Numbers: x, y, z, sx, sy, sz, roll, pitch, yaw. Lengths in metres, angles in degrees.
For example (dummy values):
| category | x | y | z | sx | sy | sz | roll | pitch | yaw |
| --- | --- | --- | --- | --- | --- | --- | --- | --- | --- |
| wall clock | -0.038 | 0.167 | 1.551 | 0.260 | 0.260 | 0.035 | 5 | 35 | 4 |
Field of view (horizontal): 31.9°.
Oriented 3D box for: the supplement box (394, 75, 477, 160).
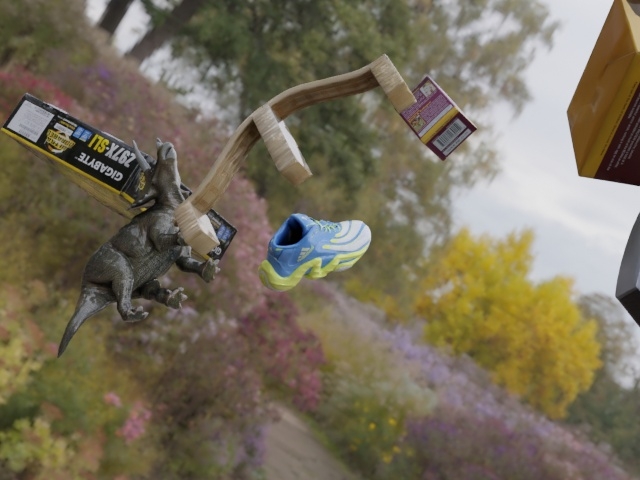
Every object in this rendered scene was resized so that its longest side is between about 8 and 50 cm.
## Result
| category | x | y | z | sx | sy | sz | roll | pitch | yaw |
| --- | --- | --- | --- | --- | --- | --- | --- | --- | --- |
| supplement box | 0.128 | -0.137 | 1.252 | 0.043 | 0.055 | 0.083 | 36 | 16 | -39 |

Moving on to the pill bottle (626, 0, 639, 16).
| category | x | y | z | sx | sy | sz | roll | pitch | yaw |
| --- | --- | --- | --- | --- | --- | --- | --- | --- | --- |
| pill bottle | 0.332 | -0.278 | 1.043 | 0.229 | 0.131 | 0.131 | 52 | -9 | -20 |

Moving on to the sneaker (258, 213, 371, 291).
| category | x | y | z | sx | sy | sz | roll | pitch | yaw |
| --- | --- | --- | --- | --- | --- | --- | --- | --- | --- |
| sneaker | 0.000 | 0.000 | 1.963 | 0.091 | 0.240 | 0.126 | 41 | -37 | 29 |

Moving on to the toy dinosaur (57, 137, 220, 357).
| category | x | y | z | sx | sy | sz | roll | pitch | yaw |
| --- | --- | --- | --- | --- | --- | --- | --- | --- | --- |
| toy dinosaur | -0.241 | 0.029 | 1.482 | 0.160 | 0.314 | 0.121 | 26 | -10 | 43 |

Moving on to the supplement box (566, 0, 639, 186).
| category | x | y | z | sx | sy | sz | roll | pitch | yaw |
| --- | --- | --- | --- | --- | --- | --- | --- | --- | --- |
| supplement box | 0.426 | -0.171 | 1.349 | 0.194 | 0.191 | 0.129 | 9 | 45 | -6 |

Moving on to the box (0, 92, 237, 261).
| category | x | y | z | sx | sy | sz | roll | pitch | yaw |
| --- | --- | --- | --- | --- | --- | --- | --- | --- | --- |
| box | -0.303 | -0.088 | 1.746 | 0.257 | 0.079 | 0.322 | 25 | -9 | 27 |

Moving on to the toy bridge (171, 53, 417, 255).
| category | x | y | z | sx | sy | sz | roll | pitch | yaw |
| --- | --- | --- | --- | --- | --- | --- | --- | --- | --- |
| toy bridge | -0.027 | -0.065 | 0.761 | 0.026 | 0.188 | 0.063 | 42 | 17 | -51 |

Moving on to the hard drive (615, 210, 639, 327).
| category | x | y | z | sx | sy | sz | roll | pitch | yaw |
| --- | --- | --- | --- | --- | --- | --- | --- | --- | --- |
| hard drive | 0.453 | 0.032 | 1.410 | 0.054 | 0.255 | 0.172 | -22 | -64 | 45 |
